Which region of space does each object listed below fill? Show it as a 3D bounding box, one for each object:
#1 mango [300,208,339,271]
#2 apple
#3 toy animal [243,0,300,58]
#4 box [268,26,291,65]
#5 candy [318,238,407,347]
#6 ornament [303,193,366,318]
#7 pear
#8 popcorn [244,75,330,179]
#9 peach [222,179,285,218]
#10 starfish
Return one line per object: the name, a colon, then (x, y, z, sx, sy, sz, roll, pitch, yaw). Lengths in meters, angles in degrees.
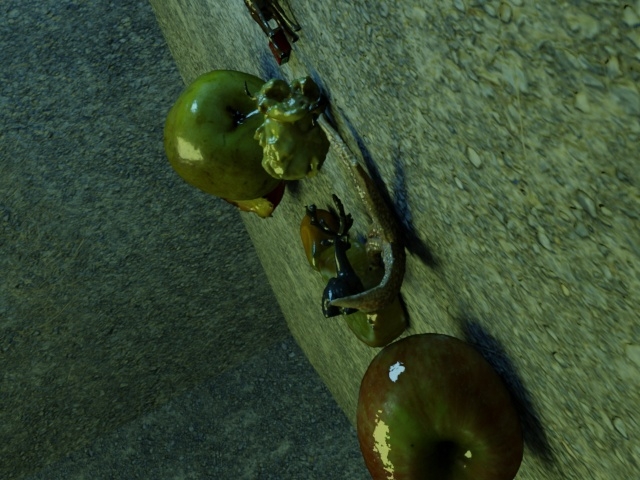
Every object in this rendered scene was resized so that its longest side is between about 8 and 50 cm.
mango: (0.003, 0.001, 2.143, 0.115, 0.089, 0.165, 35, -142, -59)
apple: (0.198, 0.310, 1.527, 0.250, 0.277, 0.310, -100, 10, -78)
toy animal: (-0.132, -0.479, 1.660, 0.260, 0.087, 0.243, 59, 168, 6)
box: (-0.083, -0.393, 1.812, 0.052, 0.023, 0.082, 61, 170, 4)
candy: (0.091, 0.121, 2.003, 0.260, 0.118, 0.260, 57, 169, 17)
ornament: (0.026, 0.027, 1.780, 0.202, 0.080, 0.236, -17, -85, -73)
pear: (-0.206, -0.237, 2.061, 0.304, 0.303, 0.304, 60, 170, 18)
popcorn: (-0.061, -0.214, 1.740, 0.173, 0.168, 0.195, 28, 158, 23)
peach: (-0.197, -0.200, 2.435, 0.257, 0.201, 0.362, 17, 167, 20)
starfish: (0.077, -0.023, 1.632, 0.398, 0.132, 0.384, -84, -27, -61)
